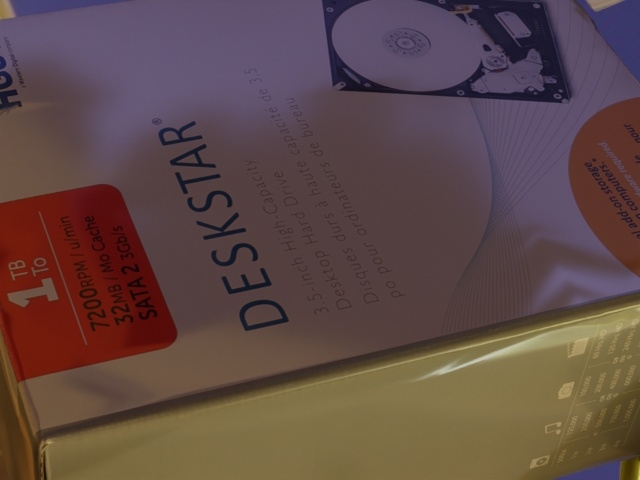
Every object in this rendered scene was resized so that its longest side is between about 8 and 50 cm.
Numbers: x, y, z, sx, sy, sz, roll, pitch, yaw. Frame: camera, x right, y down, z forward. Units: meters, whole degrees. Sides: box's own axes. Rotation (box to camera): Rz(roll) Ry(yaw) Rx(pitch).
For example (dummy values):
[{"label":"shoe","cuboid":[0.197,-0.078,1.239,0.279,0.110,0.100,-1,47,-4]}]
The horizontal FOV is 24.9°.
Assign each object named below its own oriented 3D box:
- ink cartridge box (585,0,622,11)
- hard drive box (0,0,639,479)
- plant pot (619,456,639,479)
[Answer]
[{"label":"ink cartridge box","cuboid":[0.161,-0.165,0.682,0.109,0.209,0.062,-23,-93,14]},{"label":"hard drive box","cuboid":[0.000,0.000,0.483,0.089,0.232,0.181,97,-27,-45]},{"label":"plant pot","cuboid":[0.251,0.043,0.568,0.207,0.228,0.227,-133,-135,-65]}]
